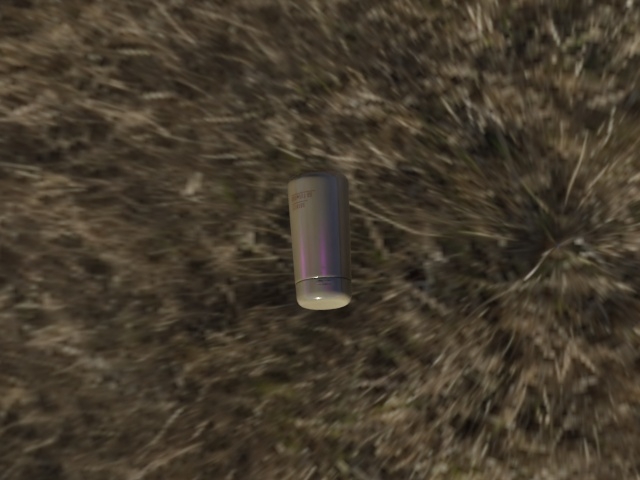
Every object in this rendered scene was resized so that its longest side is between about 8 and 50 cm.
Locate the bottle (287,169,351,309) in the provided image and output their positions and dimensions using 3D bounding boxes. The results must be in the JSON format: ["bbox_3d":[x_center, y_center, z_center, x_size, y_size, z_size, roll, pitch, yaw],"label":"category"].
[{"bbox_3d":[0.000,0.000,1.379,0.045,0.045,0.096,-4,75,7],"label":"bottle"}]
